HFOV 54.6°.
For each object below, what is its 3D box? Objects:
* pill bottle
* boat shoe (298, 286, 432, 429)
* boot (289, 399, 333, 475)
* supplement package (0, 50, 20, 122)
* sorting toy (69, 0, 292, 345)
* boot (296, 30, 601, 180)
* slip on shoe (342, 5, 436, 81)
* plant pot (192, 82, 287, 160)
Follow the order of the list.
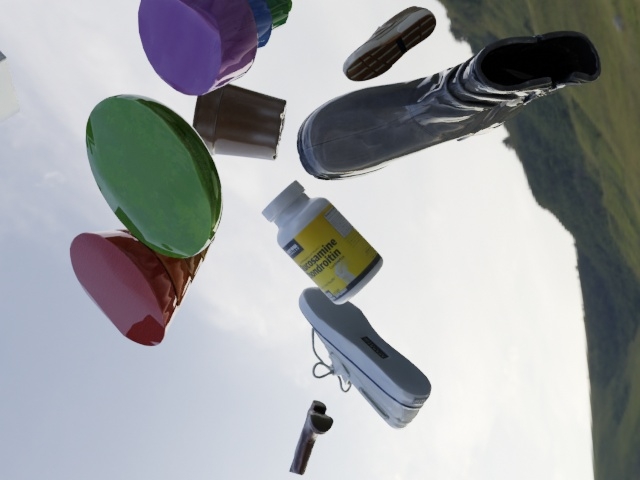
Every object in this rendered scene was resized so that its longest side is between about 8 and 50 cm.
[{"bbox_3d":[0.000,0.000,0.935,0.184,0.103,0.103,46,-143,-2],"label":"pill bottle"},{"bbox_3d":[0.064,0.252,1.291,0.136,0.367,0.156,-5,-54,-47],"label":"boat shoe"},{"bbox_3d":[-0.018,0.309,0.927,0.106,0.037,0.114,-85,16,-85],"label":"boot"},{"bbox_3d":[-0.675,-0.312,1.104,0.203,0.194,0.149,48,-116,0],"label":"supplement package"},{"bbox_3d":[-0.103,-0.054,0.503,0.127,0.365,0.126,42,-134,9],"label":"sorting toy"},{"bbox_3d":[0.144,-0.176,0.758,0.338,0.223,0.118,-22,-88,-15],"label":"boot"},{"bbox_3d":[0.083,-0.254,0.793,0.041,0.135,0.051,56,-176,36],"label":"slip on shoe"},{"bbox_3d":[-0.157,-0.235,1.237,0.167,0.165,0.166,-169,90,-86],"label":"plant pot"}]
